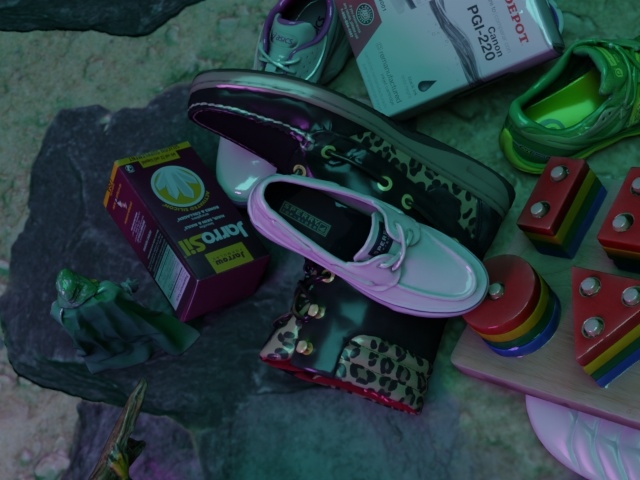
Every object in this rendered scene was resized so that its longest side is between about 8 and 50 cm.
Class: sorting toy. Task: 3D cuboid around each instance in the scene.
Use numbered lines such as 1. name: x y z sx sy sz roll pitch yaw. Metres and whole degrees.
1. sorting toy: 0.272 0.035 1.130 0.257 0.089 0.255 13 67 46

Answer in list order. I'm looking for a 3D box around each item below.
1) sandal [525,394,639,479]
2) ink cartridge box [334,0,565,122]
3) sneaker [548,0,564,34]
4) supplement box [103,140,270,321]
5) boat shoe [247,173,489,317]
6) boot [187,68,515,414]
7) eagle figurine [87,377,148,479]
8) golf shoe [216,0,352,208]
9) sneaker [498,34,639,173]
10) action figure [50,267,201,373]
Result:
1. sandal: 0.414 0.176 1.112 0.416 0.102 0.169 -2 78 26
2. ink cartridge box: 0.147 -0.245 1.275 0.218 0.092 0.159 -21 88 20
3. sneaker: 0.219 -0.286 1.331 0.068 0.071 0.170 -52 59 26
4. supplement box: -0.156 -0.013 1.290 0.104 0.081 0.188 -20 62 -35
5. boat shoe: 0.049 0.007 1.097 0.258 0.084 0.095 19 83 -4
6. boot: 0.000 0.000 1.202 0.377 0.138 0.284 23 78 -12
7. eagle figurine: -0.113 0.318 1.124 0.298 0.225 0.226 27 104 2
8. golf shoe: -0.053 -0.188 1.325 0.115 0.140 0.306 19 76 16
9. sneaker: 0.336 -0.173 1.244 0.295 0.123 0.109 -31 67 -1
10. action figure: -0.229 0.082 1.210 0.137 0.232 0.063 -24 67 2
